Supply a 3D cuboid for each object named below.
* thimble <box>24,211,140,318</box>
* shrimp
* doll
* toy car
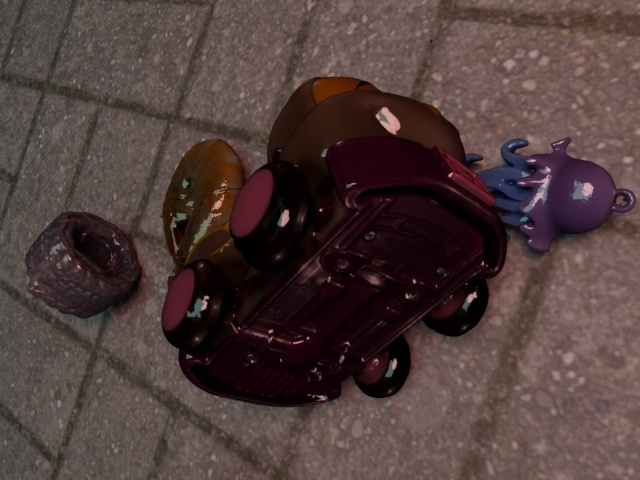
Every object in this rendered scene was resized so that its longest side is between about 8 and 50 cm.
[{"bbox_3d":[-0.359,0.038,0.740,0.097,0.150,0.150,-34,66,17],"label":"thimble"},{"bbox_3d":[-0.190,-0.010,0.700,0.152,0.063,0.288,12,84,33],"label":"shrimp"},{"bbox_3d":[0.199,-0.049,0.491,0.205,0.067,0.110,13,102,41],"label":"doll"},{"bbox_3d":[0.000,0.000,0.500,0.341,0.271,0.240,-45,39,25],"label":"toy car"}]
